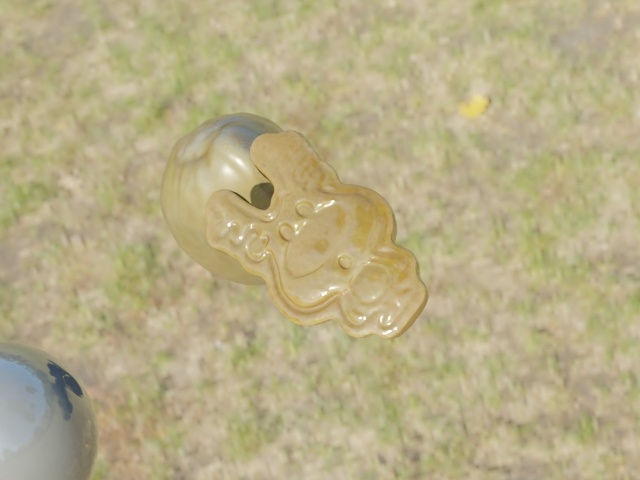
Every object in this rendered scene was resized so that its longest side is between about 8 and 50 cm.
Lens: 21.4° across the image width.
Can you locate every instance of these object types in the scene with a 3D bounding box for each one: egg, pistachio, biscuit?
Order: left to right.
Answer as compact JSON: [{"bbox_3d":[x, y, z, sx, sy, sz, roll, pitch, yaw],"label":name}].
[{"bbox_3d":[-0.280,0.175,1.473,0.176,0.176,0.232,-28,3,-16],"label":"egg"},{"bbox_3d":[-0.085,-0.043,1.859,0.181,0.293,0.162,33,72,15],"label":"pistachio"},{"bbox_3d":[-0.001,0.003,1.590,0.236,0.040,0.144,39,96,23],"label":"biscuit"}]
